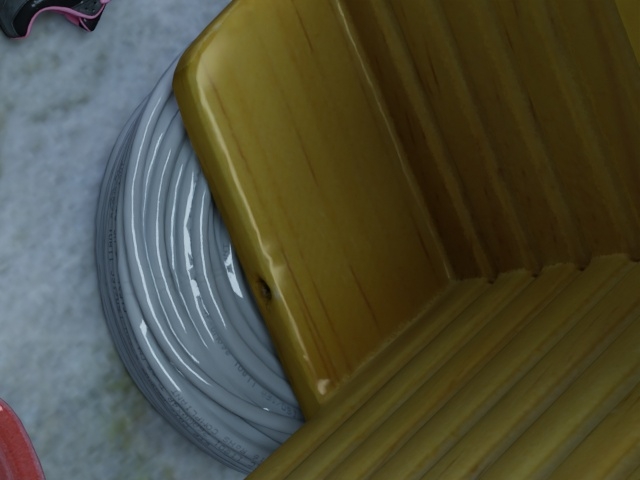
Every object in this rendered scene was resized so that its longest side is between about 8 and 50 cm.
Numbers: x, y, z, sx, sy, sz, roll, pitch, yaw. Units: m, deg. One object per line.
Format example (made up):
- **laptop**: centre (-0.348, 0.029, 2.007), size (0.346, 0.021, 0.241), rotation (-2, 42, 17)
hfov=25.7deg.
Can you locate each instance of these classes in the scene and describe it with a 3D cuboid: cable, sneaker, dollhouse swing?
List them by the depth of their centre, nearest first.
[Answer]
- **dollhouse swing**: centre (0.000, 0.000, 0.493), size (0.305, 0.347, 0.315), rotation (-24, 95, -24)
- **sneaker**: centre (-0.118, -0.138, 0.718), size (0.119, 0.047, 0.057), rotation (-24, 102, -18)
- **cable**: centre (0.009, 0.001, 0.738), size (0.257, 0.089, 0.257), rotation (-22, 94, -25)

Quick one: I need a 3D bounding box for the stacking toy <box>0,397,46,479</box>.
- **stacking toy**: centre (-0.288, 0.127, 0.603), size (0.309, 0.130, 0.279), rotation (-8, 63, -29)
